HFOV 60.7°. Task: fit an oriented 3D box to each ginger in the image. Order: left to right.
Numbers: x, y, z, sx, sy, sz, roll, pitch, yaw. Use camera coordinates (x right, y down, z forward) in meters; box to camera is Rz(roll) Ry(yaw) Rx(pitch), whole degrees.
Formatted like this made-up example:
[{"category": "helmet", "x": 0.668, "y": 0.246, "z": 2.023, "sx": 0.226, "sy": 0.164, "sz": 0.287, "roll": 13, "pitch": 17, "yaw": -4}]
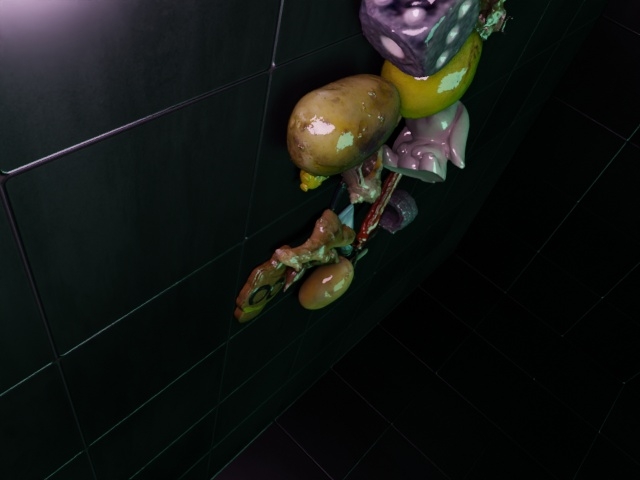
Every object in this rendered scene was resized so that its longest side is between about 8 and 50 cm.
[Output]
[{"category": "ginger", "x": 0.000, "y": 0.000, "z": 1.639, "sx": 0.334, "sy": 0.081, "sz": 0.147, "roll": -34, "pitch": 132, "yaw": -43}]

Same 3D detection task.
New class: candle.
[{"category": "candle", "x": 0.202, "y": -0.116, "z": 1.885, "sx": 0.051, "sy": 0.048, "sz": 0.329, "roll": 29, "pitch": 90, "yaw": -39}]

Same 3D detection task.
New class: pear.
[{"category": "pear", "x": 0.259, "y": -0.410, "z": 1.299, "sx": 0.269, "sy": 0.212, "sz": 0.212, "roll": -46, "pitch": 166, "yaw": 32}]

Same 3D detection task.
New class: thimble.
[{"category": "thimble", "x": 0.265, "y": -0.108, "z": 1.969, "sx": 0.098, "sy": 0.150, "sz": 0.150, "roll": -37, "pitch": 157, "yaw": -41}]

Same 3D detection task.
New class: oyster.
[{"category": "oyster", "x": 0.455, "y": -0.645, "z": 1.411, "sx": 0.198, "sy": 0.133, "sz": 0.337, "roll": -39, "pitch": 161, "yaw": -34}]

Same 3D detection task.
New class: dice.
[{"category": "dice", "x": 0.200, "y": -0.459, "z": 1.111, "sx": 0.183, "sy": 0.181, "sz": 0.182, "roll": -49, "pitch": 161, "yaw": 4}]

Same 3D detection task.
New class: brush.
[{"category": "brush", "x": 0.103, "y": 0.102, "z": 2.184, "sx": 0.299, "sy": 0.039, "sz": 0.042, "roll": -36, "pitch": 146, "yaw": -43}]

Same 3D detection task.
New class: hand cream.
[{"category": "hand cream", "x": 0.082, "y": -0.027, "z": 1.878, "sx": 0.088, "sy": 0.055, "sz": 0.256, "roll": -42, "pitch": 153, "yaw": -21}]

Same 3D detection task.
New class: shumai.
[{"category": "shumai", "x": -0.006, "y": 0.042, "z": 1.750, "sx": 0.123, "sy": 0.105, "sz": 0.139, "roll": -35, "pitch": 131, "yaw": -30}]

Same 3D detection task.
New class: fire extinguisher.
[{"category": "fire extinguisher", "x": 0.184, "y": -0.017, "z": 2.144, "sx": 0.173, "sy": 0.035, "sz": 0.048, "roll": -40, "pitch": 121, "yaw": -26}]

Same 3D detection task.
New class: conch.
[{"category": "conch", "x": 0.130, "y": -0.197, "z": 1.531, "sx": 0.207, "sy": 0.130, "sz": 0.155, "roll": -61, "pitch": 176, "yaw": -10}]

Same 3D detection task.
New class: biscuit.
[{"category": "biscuit", "x": -0.161, "y": 0.136, "z": 1.642, "sx": 0.290, "sy": 0.041, "sz": 0.208, "roll": -58, "pitch": 160, "yaw": 24}]

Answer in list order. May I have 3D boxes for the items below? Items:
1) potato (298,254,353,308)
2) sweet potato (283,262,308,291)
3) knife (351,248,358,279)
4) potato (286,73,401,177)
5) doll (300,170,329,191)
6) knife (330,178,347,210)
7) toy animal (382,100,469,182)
[{"category": "potato", "x": 0.020, "y": 0.155, "z": 1.954, "sx": 0.234, "sy": 0.146, "sz": 0.150, "roll": -49, "pitch": 131, "yaw": -1}, {"category": "sweet potato", "x": -0.080, "y": 0.106, "z": 1.649, "sx": 0.117, "sy": 0.049, "sz": 0.049, "roll": -59, "pitch": 163, "yaw": -14}, {"category": "knife", "x": 0.130, "y": 0.104, "z": 2.166, "sx": 0.045, "sy": 0.021, "sz": 0.222, "roll": -47, "pitch": 158, "yaw": -27}, {"category": "potato", "x": 0.054, "y": -0.254, "z": 1.190, "sx": 0.307, "sy": 0.173, "sz": 0.210, "roll": -35, "pitch": 155, "yaw": -29}, {"category": "doll", "x": 0.012, "y": -0.189, "z": 1.383, "sx": 0.162, "sy": 0.062, "sz": 0.106, "roll": -42, "pitch": 164, "yaw": -25}, {"category": "knife", "x": 0.054, "y": -0.137, "z": 1.644, "sx": 0.031, "sy": 0.018, "sz": 0.121, "roll": -28, "pitch": 153, "yaw": -43}, {"category": "toy animal", "x": 0.332, "y": -0.321, "z": 1.657, "sx": 0.206, "sy": 0.272, "sz": 0.264, "roll": 20, "pitch": 86, "yaw": -42}]
